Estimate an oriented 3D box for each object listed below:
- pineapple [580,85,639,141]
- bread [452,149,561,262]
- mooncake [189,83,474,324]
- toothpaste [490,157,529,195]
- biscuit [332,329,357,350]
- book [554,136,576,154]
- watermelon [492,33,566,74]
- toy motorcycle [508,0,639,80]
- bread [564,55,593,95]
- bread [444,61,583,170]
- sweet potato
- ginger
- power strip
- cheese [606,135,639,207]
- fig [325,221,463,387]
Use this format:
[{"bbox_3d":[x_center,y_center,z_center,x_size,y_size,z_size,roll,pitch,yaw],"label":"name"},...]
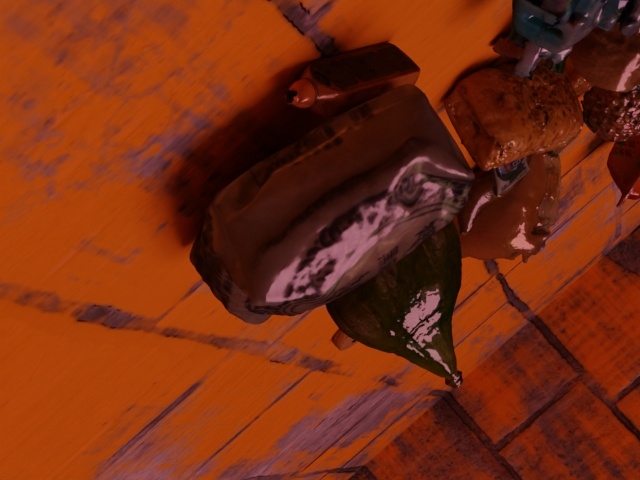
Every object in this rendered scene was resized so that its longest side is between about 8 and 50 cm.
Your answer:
[{"bbox_3d":[0.439,-0.227,1.783,0.108,0.108,0.197,-33,157,-26],"label":"pineapple"},{"bbox_3d":[0.284,-0.029,1.896,0.251,0.133,0.174,-46,166,15],"label":"bread"},{"bbox_3d":[0.007,-0.019,1.155,0.250,0.136,0.254,-33,175,-8],"label":"mooncake"},{"bbox_3d":[0.240,-0.121,1.651,0.060,0.038,0.233,-34,154,0],"label":"toothpaste"},{"bbox_3d":[0.109,0.096,2.027,0.234,0.030,0.153,-45,162,15],"label":"biscuit"},{"bbox_3d":[0.361,-0.136,2.005,0.111,0.014,0.077,-44,164,13],"label":"book"},{"bbox_3d":[0.249,-0.231,1.421,0.155,0.080,0.101,12,91,-68],"label":"watermelon"},{"bbox_3d":[0.241,-0.263,1.145,0.206,0.154,0.260,-62,175,-8],"label":"toy motorcycle"},{"bbox_3d":[0.348,-0.227,1.660,0.081,0.046,0.083,-42,164,-3],"label":"bread"},{"bbox_3d":[0.231,-0.151,1.476,0.083,0.114,0.211,-32,174,38],"label":"bread"},{"bbox_3d":[0.262,-0.112,1.764,0.069,0.059,0.249,-7,140,-48],"label":"sweet potato"},{"bbox_3d":[0.347,-0.301,1.309,0.219,0.123,0.270,-57,173,-49],"label":"ginger"},{"bbox_3d":[0.027,-0.142,1.118,0.178,0.049,0.028,-23,153,-48],"label":"power strip"},{"bbox_3d":[0.610,-0.201,2.219,0.329,0.129,0.217,-57,173,-8],"label":"cheese"},{"bbox_3d":[0.122,0.078,1.619,0.203,0.235,0.203,-34,166,-10],"label":"fig"}]
